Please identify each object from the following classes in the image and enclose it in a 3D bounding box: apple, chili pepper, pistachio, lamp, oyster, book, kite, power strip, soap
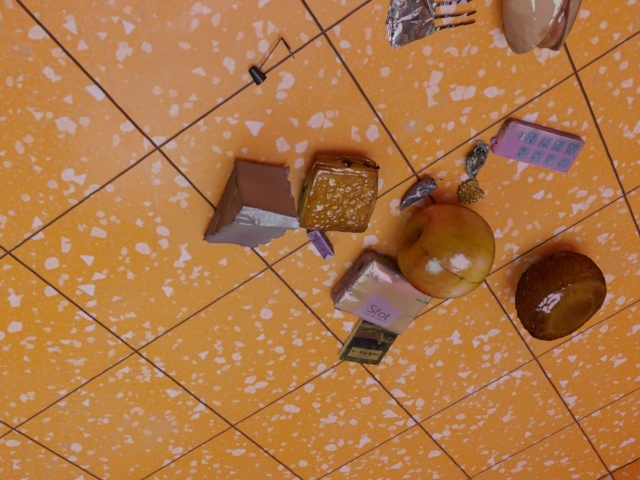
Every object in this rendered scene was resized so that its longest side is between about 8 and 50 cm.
[{"bbox_3d":[0.348,0.029,1.961,0.233,0.286,0.286,23,118,-17],"label":"apple"},{"bbox_3d":[0.278,-0.137,1.966,0.050,0.041,0.153,43,125,-14],"label":"chili pepper"},{"bbox_3d":[0.523,-0.574,1.609,0.187,0.188,0.299,-8,132,-8],"label":"pistachio"},{"bbox_3d":[-0.122,-0.425,1.654,0.121,0.041,0.054,-34,118,17],"label":"lamp"},{"bbox_3d":[0.436,-0.227,1.950,0.100,0.037,0.098,-56,141,2],"label":"oyster"},{"bbox_3d":[0.174,0.317,2.291,0.160,0.024,0.228,14,121,-26],"label":"book"},{"bbox_3d":[0.269,-0.541,1.677,0.229,0.016,0.127,-13,131,-4],"label":"kite"},{"bbox_3d":[0.610,-0.265,1.955,0.278,0.038,0.109,10,123,-21],"label":"power strip"},{"bbox_3d":[-0.184,-0.029,1.793,0.158,0.258,0.302,10,124,-22],"label":"soap"}]

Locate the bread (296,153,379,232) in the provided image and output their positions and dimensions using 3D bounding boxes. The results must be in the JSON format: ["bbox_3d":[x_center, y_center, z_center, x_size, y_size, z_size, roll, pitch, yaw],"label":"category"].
[{"bbox_3d":[0.048,-0.128,1.882,0.210,0.099,0.235,2,131,-13],"label":"bread"}]

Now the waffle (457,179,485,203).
[{"bbox_3d":[0.434,-0.141,2.018,0.078,0.016,0.085,-22,128,2],"label":"waffle"}]

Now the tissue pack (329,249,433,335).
[{"bbox_3d":[0.190,0.156,2.113,0.256,0.123,0.215,26,118,-21],"label":"tissue pack"}]

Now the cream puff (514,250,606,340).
[{"bbox_3d":[0.746,0.163,2.206,0.302,0.212,0.303,-12,128,-16],"label":"cream puff"}]

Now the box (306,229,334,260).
[{"bbox_3d":[0.000,0.000,1.991,0.036,0.051,0.117,-24,130,14],"label":"box"}]
